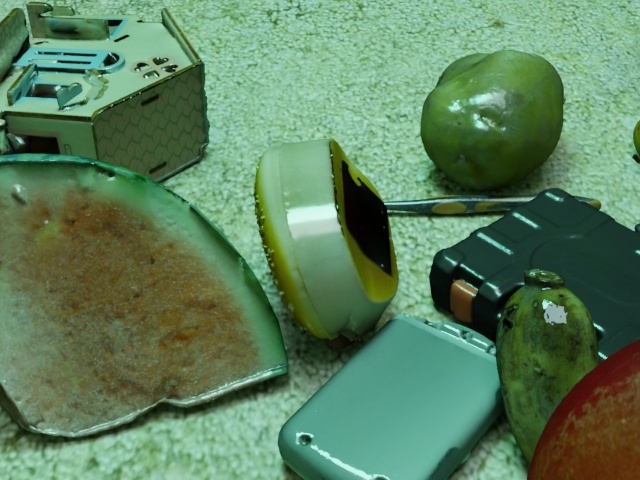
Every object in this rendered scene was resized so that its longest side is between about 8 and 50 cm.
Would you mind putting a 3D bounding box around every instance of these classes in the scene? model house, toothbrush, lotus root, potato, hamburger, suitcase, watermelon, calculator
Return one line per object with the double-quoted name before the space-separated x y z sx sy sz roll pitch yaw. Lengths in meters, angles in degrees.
"model house" -0.254 -0.169 1.235 0.244 0.169 0.326 8 37 7
"toothbrush" 0.154 -0.041 1.180 0.321 0.023 0.031 3 40 4
"lotus root" 0.195 0.112 0.885 0.080 0.179 0.089 0 -8 -38
"potato" 0.203 -0.145 1.230 0.154 0.137 0.200 -14 26 35
"hamburger" 0.000 0.000 1.012 0.116 0.173 0.210 -26 45 19
"suitcase" 0.268 0.060 1.010 0.206 0.066 0.285 -28 45 -31
"watermelon" -0.226 0.007 0.965 0.292 0.222 0.319 -21 42 -19
"calculator" 0.071 0.147 0.911 0.141 0.045 0.246 23 43 28

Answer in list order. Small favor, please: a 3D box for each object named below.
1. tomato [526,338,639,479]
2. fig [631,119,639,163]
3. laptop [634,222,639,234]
"tomato" 0.295 0.192 0.652 0.325 0.290 0.293 3 34 -7
"fig" 0.395 -0.118 1.261 0.050 0.050 0.083 21 52 26
"laptop" 0.437 0.022 1.099 0.135 0.016 0.197 -14 39 -16
